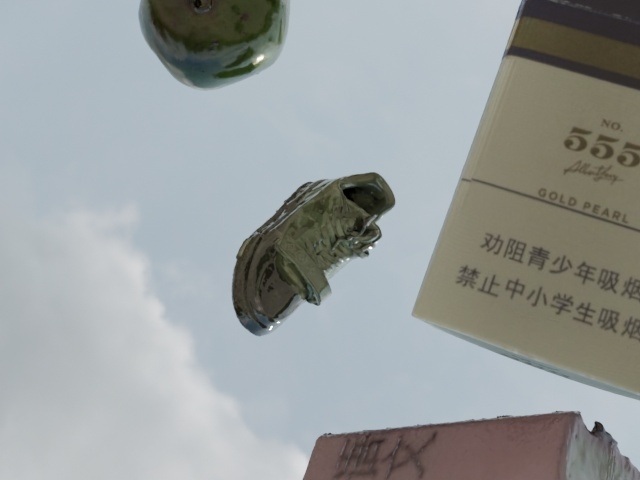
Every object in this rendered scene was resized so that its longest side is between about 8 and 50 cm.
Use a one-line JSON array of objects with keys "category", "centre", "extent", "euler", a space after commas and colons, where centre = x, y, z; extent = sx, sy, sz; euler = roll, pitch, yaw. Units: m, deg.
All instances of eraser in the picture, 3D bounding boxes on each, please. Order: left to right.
[{"category": "eraser", "centre": [0.197, 0.317, 1.565], "extent": [0.359, 0.272, 0.122], "euler": [-11, -133, 39]}]

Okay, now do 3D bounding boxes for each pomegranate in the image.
[{"category": "pomegranate", "centre": [-0.122, -0.269, 1.607], "extent": [0.187, 0.187, 0.225], "euler": [8, 177, 4]}]

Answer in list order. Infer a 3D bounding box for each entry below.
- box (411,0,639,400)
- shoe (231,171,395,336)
[{"category": "box", "centre": [0.177, -0.043, 0.844], "extent": [0.168, 0.071, 0.259], "euler": [19, -95, 18]}, {"category": "shoe", "centre": [0.002, 0.002, 1.706], "extent": [0.149, 0.109, 0.293], "euler": [-17, -153, 35]}]
